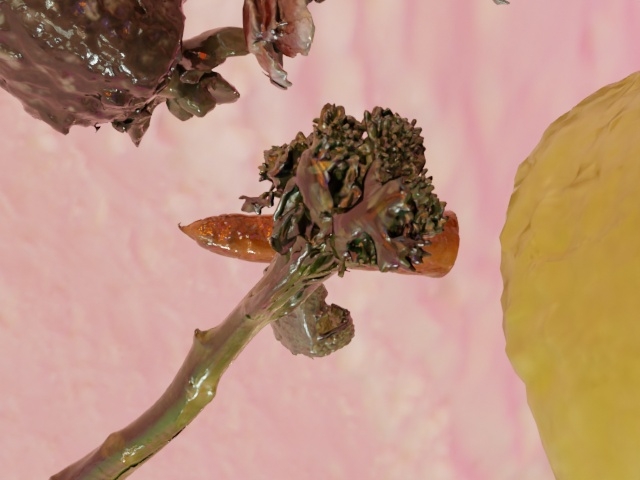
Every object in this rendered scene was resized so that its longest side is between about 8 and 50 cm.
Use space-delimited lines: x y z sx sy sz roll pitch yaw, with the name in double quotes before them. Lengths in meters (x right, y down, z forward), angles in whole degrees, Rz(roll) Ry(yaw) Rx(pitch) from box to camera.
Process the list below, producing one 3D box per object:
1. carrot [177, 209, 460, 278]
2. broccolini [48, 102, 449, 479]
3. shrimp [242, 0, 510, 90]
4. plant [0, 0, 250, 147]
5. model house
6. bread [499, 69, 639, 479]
"carrot" 0.000 0.000 1.112 0.224 0.057 0.057 2 101 -24
"broccolini" -0.047 0.039 0.565 0.057 0.254 0.071 37 32 -14
"shrimp" 0.111 -0.256 1.178 0.410 0.166 0.221 -19 155 -17
"plant" -0.210 -0.209 1.474 0.312 0.215 0.213 43 49 -31
"model house" -0.013 0.063 1.404 0.066 0.078 0.083 -38 135 -30
"bread" 0.290 0.030 0.660 0.348 0.308 0.348 15 61 -29
